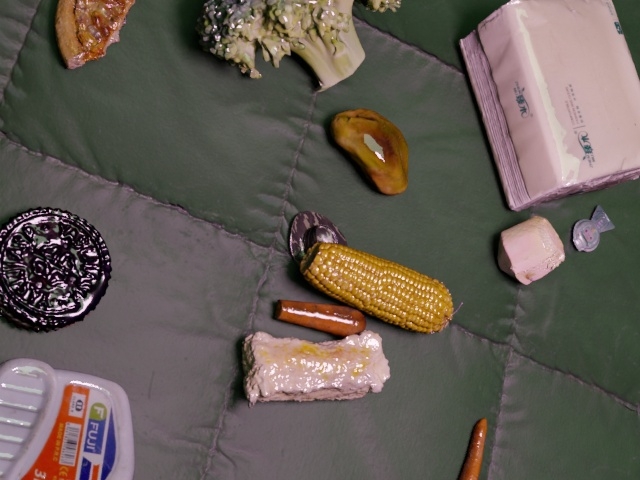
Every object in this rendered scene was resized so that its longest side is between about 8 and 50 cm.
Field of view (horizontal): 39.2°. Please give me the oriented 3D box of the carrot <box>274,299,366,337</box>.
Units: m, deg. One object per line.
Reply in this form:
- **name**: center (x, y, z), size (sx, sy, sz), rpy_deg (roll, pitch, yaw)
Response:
- **carrot**: center (0.000, 0.132, 1.535), size (0.161, 0.055, 0.055), rpy_deg (12, 72, -18)

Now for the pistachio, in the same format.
- **pistachio**: center (0.104, -0.169, 1.634), size (0.189, 0.100, 0.110), rpy_deg (49, 65, -6)

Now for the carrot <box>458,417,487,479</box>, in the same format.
- **carrot**: center (0.270, 0.407, 1.611), size (0.037, 0.037, 0.190), rpy_deg (31, 62, -16)

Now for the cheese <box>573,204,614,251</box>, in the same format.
- **cheese**: center (0.563, -0.020, 1.867), size (0.120, 0.026, 0.067), rpy_deg (-38, 96, -29)

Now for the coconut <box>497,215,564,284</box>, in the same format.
- **coconut**: center (0.397, 0.022, 1.726), size (0.116, 0.122, 0.116), rpy_deg (44, 28, -31)

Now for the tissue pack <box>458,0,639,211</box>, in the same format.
- **tissue pack**: center (0.478, -0.277, 1.787), size (0.297, 0.207, 0.381), rpy_deg (-14, 84, -30)

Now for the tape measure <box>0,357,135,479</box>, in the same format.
- **tape measure**: center (-0.384, 0.300, 1.241), size (0.246, 0.125, 0.243), rpy_deg (19, 52, -24)

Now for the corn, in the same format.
- **corn**: center (0.104, 0.083, 1.552), size (0.305, 0.106, 0.106), rpy_deg (22, 68, -30)

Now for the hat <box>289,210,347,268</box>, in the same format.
- **hat**: center (0.000, 0.000, 1.568), size (0.121, 0.050, 0.121), rpy_deg (7, 72, -22)

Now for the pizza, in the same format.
- **pizza**: center (-0.366, -0.393, 1.481), size (0.127, 0.058, 0.246), rpy_deg (39, 66, -13)

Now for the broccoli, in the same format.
- **broccoli**: center (-0.022, -0.428, 1.552), size (0.317, 0.277, 0.339), rpy_deg (22, 76, -41)

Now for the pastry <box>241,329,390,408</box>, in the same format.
- **pastry**: center (-0.011, 0.208, 1.488), size (0.258, 0.089, 0.122), rpy_deg (0, 75, -27)

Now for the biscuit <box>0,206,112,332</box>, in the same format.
- **biscuit**: center (-0.411, 0.043, 1.351), size (0.194, 0.053, 0.195), rpy_deg (7, 73, -25)
